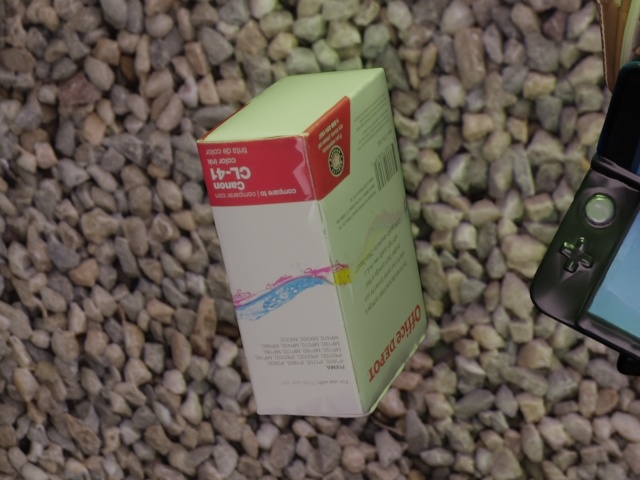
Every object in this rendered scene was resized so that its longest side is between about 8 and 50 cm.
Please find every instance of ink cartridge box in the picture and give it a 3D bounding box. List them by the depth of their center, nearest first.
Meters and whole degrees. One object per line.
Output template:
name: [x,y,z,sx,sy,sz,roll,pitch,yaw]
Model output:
ink cartridge box: [0.000,0.000,1.793,0.131,0.226,0.306,-1,111,23]

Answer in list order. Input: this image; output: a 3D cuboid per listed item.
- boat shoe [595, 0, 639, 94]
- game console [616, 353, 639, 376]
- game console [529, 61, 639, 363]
boat shoe: [0.307,-0.279,1.623,0.116,0.123,0.324,40,138,42]
game console: [0.385,0.097,1.752,0.124,0.085,0.144,38,128,41]
game console: [0.366,0.010,1.638,0.293,0.173,0.250,27,92,15]
